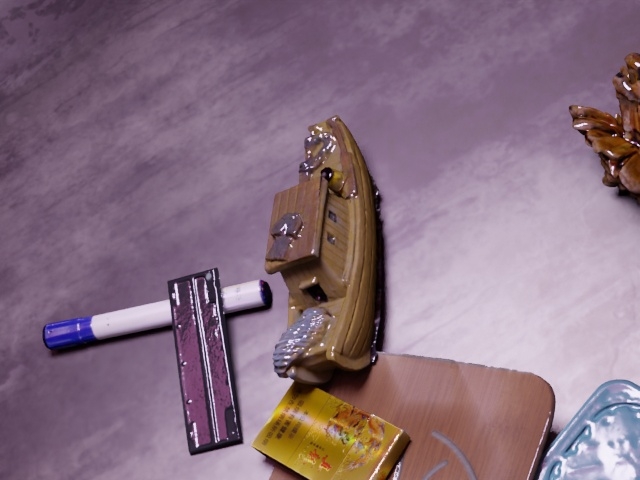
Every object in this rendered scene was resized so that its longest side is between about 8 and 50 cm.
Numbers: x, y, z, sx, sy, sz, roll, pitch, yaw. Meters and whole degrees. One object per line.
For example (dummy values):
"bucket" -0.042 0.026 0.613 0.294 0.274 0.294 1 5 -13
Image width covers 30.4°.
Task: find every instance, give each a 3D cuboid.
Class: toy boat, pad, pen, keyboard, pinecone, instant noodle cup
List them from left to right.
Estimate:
"pen" -0.186 0.083 1.326 0.269 0.033 0.033 -13 57 13
"keyboard" -0.125 0.127 1.269 0.063 0.010 0.198 -15 68 13
"toy boat" 0.000 0.000 1.245 0.089 0.121 0.321 -21 49 33
"pad" 0.063 0.239 1.108 0.284 0.018 0.286 3 61 40
"instant noodle cup" 0.287 0.229 1.042 0.179 0.070 0.157 34 75 33
"pinecone" 0.356 -0.114 1.178 0.195 0.150 0.179 -24 55 -5

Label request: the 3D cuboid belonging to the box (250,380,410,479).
"box" 0.007 0.198 1.156 0.156 0.022 0.089 22 73 46
